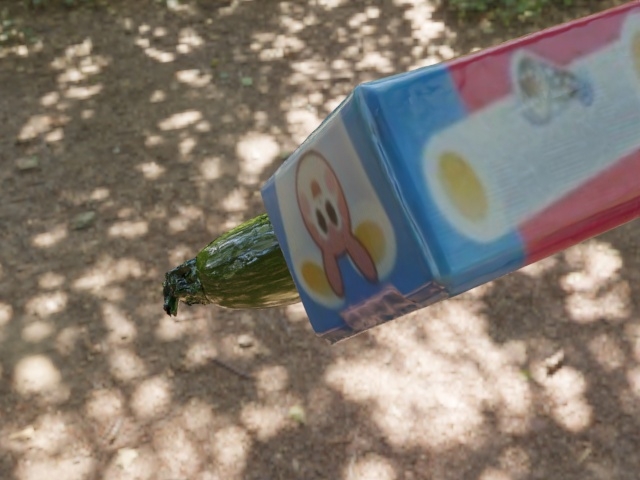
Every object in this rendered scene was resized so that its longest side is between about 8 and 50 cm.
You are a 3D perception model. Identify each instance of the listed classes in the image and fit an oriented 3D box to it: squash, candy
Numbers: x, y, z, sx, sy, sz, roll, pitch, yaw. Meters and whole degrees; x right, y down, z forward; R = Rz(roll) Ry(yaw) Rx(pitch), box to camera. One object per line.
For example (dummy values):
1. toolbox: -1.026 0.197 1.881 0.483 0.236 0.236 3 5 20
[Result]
1. squash: -0.001 -0.001 0.838 0.331 0.087 0.087 -22 23 21
2. candy: 0.135 -0.053 0.525 0.306 0.100 0.157 -23 -4 -22
